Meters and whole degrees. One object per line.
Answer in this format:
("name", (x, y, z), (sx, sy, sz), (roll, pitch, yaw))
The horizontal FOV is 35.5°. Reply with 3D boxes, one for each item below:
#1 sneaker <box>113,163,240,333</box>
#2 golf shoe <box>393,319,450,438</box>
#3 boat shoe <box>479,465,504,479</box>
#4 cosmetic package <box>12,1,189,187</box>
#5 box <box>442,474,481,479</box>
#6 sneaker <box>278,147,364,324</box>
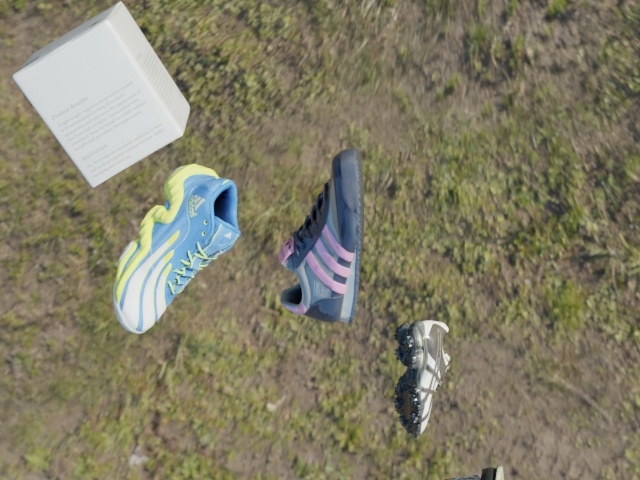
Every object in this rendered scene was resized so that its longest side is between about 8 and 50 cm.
("sneaker", (-0.180, 0.011, 1.289), (0.091, 0.126, 0.240), (32, 72, -44))
("golf shoe", (0.169, 0.220, 1.581), (0.094, 0.077, 0.198), (-11, 114, -27))
("boat shoe", (0.120, 0.238, 0.787), (0.042, 0.133, 0.049), (5, 148, 23))
("cosmetic package", (-0.294, -0.203, 1.372), (0.151, 0.151, 0.184), (-28, 111, 8))
("box", (0.170, 0.397, 1.488), (0.094, 0.137, 0.027), (-30, 86, 55))
("sneaker", (0.000, 0.000, 1.526), (0.131, 0.112, 0.319), (5, 125, 2))
